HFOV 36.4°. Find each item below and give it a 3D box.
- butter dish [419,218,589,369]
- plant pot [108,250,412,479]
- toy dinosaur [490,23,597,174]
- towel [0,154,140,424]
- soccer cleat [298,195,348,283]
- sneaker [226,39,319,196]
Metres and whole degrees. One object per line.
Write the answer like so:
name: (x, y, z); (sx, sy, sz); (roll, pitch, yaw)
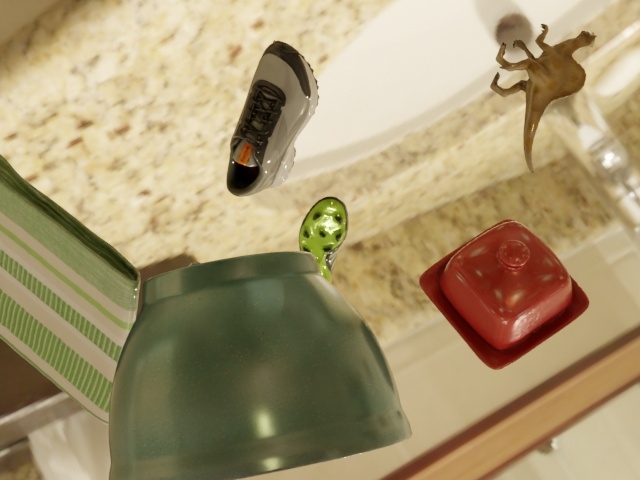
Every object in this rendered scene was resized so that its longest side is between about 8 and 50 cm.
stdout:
butter dish: (0.221, 0.041, 1.147); (0.160, 0.160, 0.118); (-31, 154, -15)
plant pot: (-0.073, 0.120, 0.948); (0.293, 0.196, 0.293); (-11, 172, -1)
toy dinosaur: (0.226, -0.167, 1.015); (0.183, 0.092, 0.053); (-60, 159, -17)
towel: (-0.309, 0.072, 1.148); (0.038, 0.248, 0.325); (-40, 159, -38)
soccer cleat: (0.000, 0.000, 1.264); (0.060, 0.072, 0.179); (9, 135, -3)
sneaker: (-0.080, -0.174, 1.474); (0.108, 0.100, 0.271); (-39, 154, -47)
